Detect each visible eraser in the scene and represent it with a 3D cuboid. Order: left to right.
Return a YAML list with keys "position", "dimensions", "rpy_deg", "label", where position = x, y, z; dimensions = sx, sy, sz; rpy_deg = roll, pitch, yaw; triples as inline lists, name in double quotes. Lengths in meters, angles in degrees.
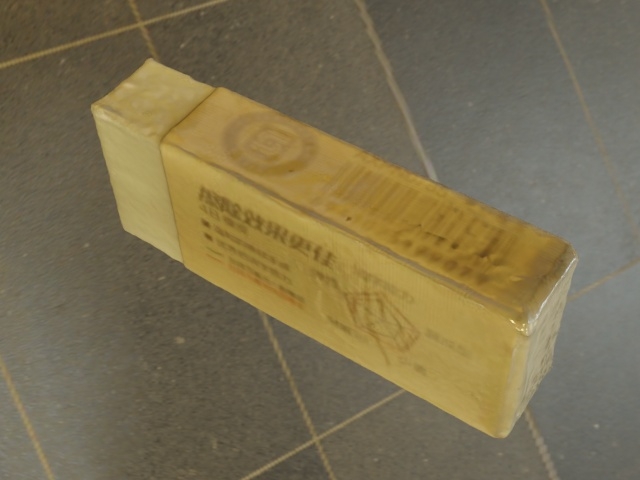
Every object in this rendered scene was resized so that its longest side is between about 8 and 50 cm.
- position: [0.000, 0.000, 0.729]
  dimensions: [0.343, 0.144, 0.078]
  rpy_deg: [27, 56, 22]
  label: "eraser"
